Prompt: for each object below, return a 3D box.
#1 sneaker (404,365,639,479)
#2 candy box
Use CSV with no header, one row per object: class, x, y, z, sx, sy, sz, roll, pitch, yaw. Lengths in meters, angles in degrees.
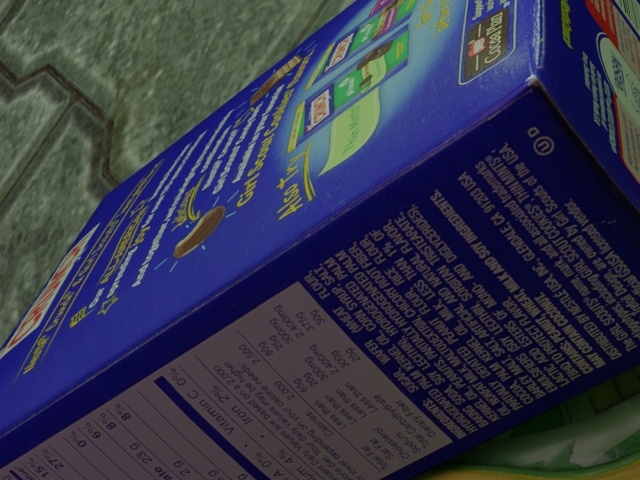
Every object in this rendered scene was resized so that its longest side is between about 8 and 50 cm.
sneaker,0.136,0.075,0.447,0.295,0.109,0.123,-28,17,38
candy box,0.000,0.000,0.538,0.317,0.122,0.268,-32,21,26
